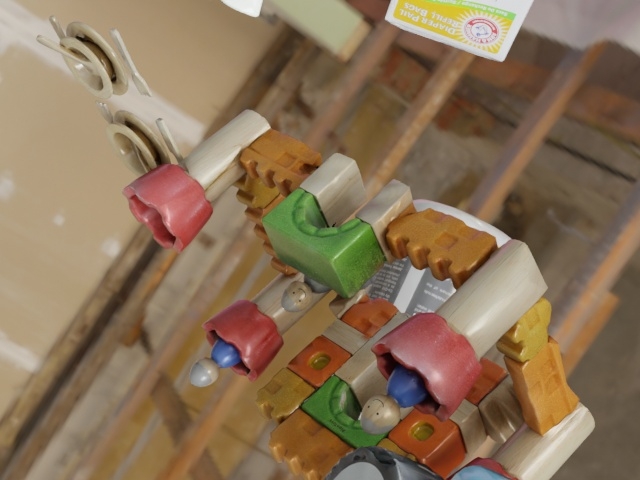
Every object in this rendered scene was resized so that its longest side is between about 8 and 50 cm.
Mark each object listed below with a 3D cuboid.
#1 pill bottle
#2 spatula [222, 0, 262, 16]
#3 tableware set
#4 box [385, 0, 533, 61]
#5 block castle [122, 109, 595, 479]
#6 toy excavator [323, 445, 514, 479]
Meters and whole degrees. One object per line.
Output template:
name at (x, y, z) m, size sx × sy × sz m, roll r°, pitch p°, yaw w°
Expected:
pill bottle at (0.124, 0.102, 1.648) m, size 0.162 × 0.162 × 0.278 m, roll 12°, pitch -106°, yaw 63°
spatula at (-0.097, -0.302, 0.972) m, size 0.019 × 0.168 × 0.242 m, roll -152°, pitch -105°, yaw -77°
tableware set at (-0.214, -0.133, 1.355) m, size 0.039 × 0.194 × 0.128 m, roll -42°, pitch -143°, yaw -25°
box at (0.132, -0.253, 1.008) m, size 0.203 × 0.103 × 0.114 m, roll 111°, pitch -3°, yaw -53°
block castle at (0.017, 0.092, 1.282) m, size 0.213 × 0.303 × 0.453 m, roll -43°, pitch -135°, yaw -19°
toy excavator at (0.182, 0.273, 0.851) m, size 0.433 × 0.222 × 0.445 m, roll -61°, pitch -149°, yaw -1°
